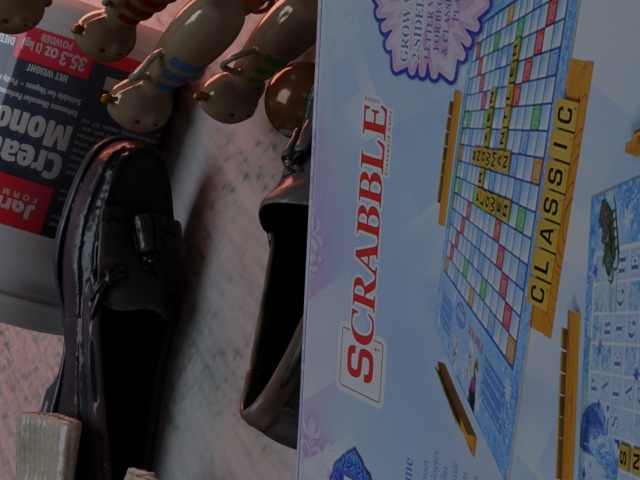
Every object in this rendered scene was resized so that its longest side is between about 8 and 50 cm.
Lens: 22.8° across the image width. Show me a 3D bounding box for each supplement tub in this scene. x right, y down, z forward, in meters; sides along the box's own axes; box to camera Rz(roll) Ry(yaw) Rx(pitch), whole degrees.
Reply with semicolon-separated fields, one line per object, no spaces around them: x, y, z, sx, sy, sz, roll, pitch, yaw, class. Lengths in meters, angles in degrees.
-0.242;-0.071;1.372;0.191;0.191;0.272;22;94;65;supplement tub

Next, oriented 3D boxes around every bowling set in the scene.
-0.090;-0.126;1.102;0.154;0.287;0.200;-42;66;35;bowling set

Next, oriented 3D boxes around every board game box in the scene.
0.112;0.044;0.512;0.318;0.065;0.319;21;112;49;board game box

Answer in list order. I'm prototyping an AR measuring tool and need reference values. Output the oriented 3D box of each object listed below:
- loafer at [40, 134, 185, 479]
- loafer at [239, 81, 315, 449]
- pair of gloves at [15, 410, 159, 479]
-0.147;0.072;1.220;0.095;0.109;0.303;8;88;47;loafer
0.000;0.000;0.949;0.096;0.084;0.268;-42;39;49;loafer
-0.176;0.240;1.121;0.240;0.042;0.204;17;97;49;pair of gloves
